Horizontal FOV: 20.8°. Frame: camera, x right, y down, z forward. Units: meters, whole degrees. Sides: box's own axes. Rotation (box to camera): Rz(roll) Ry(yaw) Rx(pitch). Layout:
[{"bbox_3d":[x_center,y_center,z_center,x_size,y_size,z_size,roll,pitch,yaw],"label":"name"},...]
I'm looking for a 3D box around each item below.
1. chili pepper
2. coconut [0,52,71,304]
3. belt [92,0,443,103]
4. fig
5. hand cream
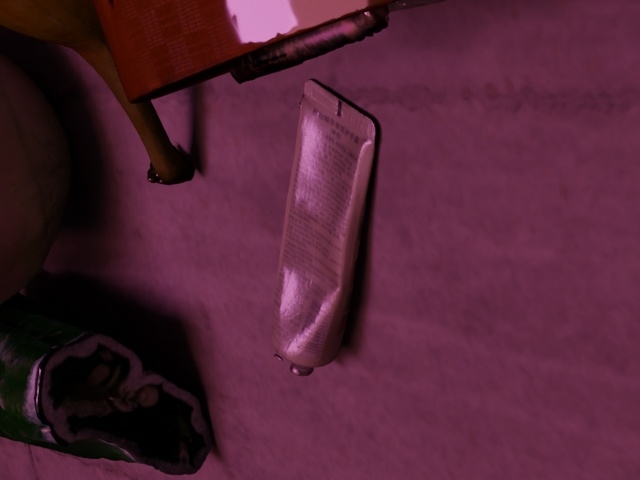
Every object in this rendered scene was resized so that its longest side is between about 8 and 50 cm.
[{"bbox_3d":[-0.197,0.083,1.154,0.270,0.136,0.099,10,90,51],"label":"chili pepper"},{"bbox_3d":[-0.279,-0.033,1.089,0.236,0.236,0.205,51,146,23],"label":"coconut"},{"bbox_3d":[0.005,-0.128,0.673,0.261,0.184,0.105,-9,101,67],"label":"belt"},{"bbox_3d":[-0.146,-0.132,0.927,0.151,0.151,0.259,4,117,54],"label":"fig"},{"bbox_3d":[0.000,0.000,0.905,0.057,0.037,0.165,36,129,39],"label":"hand cream"}]
